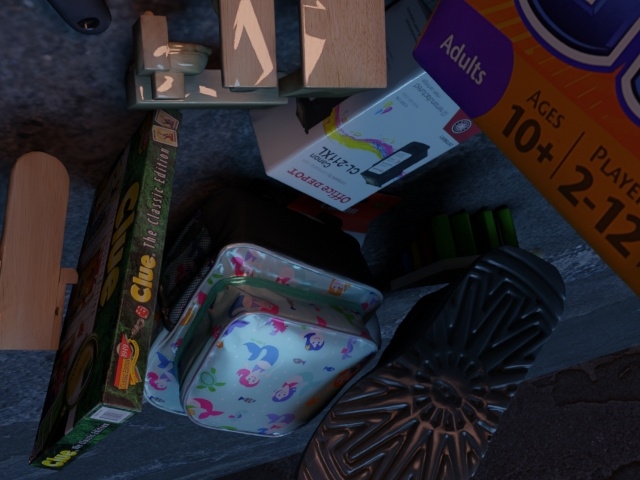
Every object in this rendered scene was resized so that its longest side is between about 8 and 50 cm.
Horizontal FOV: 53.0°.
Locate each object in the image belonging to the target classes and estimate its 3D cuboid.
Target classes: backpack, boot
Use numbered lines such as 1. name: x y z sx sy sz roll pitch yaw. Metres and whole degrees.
1. backpack: -0.076 0.098 0.693 0.225 0.191 0.253 21 126 -34
2. boot: 0.109 0.196 0.850 0.367 0.146 0.445 -43 175 -11

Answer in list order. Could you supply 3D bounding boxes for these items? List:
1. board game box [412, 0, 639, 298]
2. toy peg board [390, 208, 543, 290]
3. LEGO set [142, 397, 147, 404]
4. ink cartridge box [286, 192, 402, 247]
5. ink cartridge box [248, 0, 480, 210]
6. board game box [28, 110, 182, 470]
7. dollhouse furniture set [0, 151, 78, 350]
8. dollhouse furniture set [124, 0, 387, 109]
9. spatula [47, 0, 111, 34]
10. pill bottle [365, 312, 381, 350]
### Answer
1. board game box: 0.337 -0.117 0.286 0.356 0.357 0.356 1 133 -34
2. toy peg board: 0.199 0.012 0.924 0.161 0.079 0.160 -5 168 -21
3. LEGO set: -0.266 0.235 1.130 0.244 0.060 0.182 -32 163 32
4. ink cartridge box: 0.000 0.000 0.788 0.145 0.045 0.179 8 148 -43
5. ink cartridge box: 0.046 -0.108 0.557 0.175 0.072 0.127 -30 153 25
6. board game box: -0.159 0.027 0.492 0.030 0.260 0.136 25 135 -31
7. dollhouse furniture set: -0.416 -0.012 0.492 0.355 0.174 0.303 -4 168 37
8. dollhouse furniture set: -0.056 -0.159 0.442 0.144 0.123 0.151 -5 -172 -24
9. spatula: -0.168 -0.193 0.296 0.084 0.030 0.296 -16 156 0
10. pill bottle: -0.025 0.152 0.989 0.221 0.124 0.124 -13 155 -11
